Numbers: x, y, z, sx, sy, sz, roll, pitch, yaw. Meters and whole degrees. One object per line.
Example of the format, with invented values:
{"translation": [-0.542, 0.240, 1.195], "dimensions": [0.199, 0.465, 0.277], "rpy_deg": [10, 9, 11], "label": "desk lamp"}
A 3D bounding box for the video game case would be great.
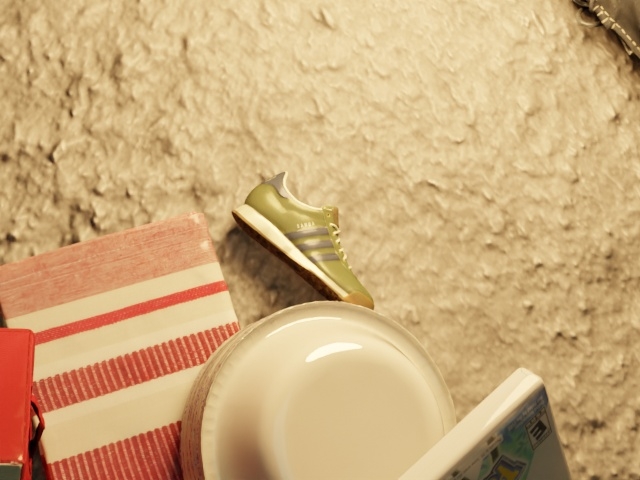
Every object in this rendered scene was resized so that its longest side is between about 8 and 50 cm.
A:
{"translation": [0.130, 0.329, 1.041], "dimensions": [0.329, 0.036, 0.300], "rpy_deg": [-39, 130, -19], "label": "video game case"}

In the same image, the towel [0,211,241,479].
{"translation": [-0.188, 0.152, 1.100], "dimensions": [0.237, 0.037, 0.329], "rpy_deg": [-16, 84, -19], "label": "towel"}

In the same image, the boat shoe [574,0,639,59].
{"translation": [0.404, -0.335, 1.300], "dimensions": [0.187, 0.156, 0.500], "rpy_deg": [-40, 101, -24], "label": "boat shoe"}

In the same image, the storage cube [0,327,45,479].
{"translation": [-0.355, 0.204, 0.925], "dimensions": [0.215, 0.193, 0.183], "rpy_deg": [1, 119, -15], "label": "storage cube"}

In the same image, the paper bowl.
{"translation": [0.010, 0.202, 1.060], "dimensions": [0.284, 0.148, 0.284], "rpy_deg": [5, 75, -20], "label": "paper bowl"}

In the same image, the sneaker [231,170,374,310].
{"translation": [0.000, 0.000, 1.162], "dimensions": [0.192, 0.064, 0.086], "rpy_deg": [40, 76, 0], "label": "sneaker"}
